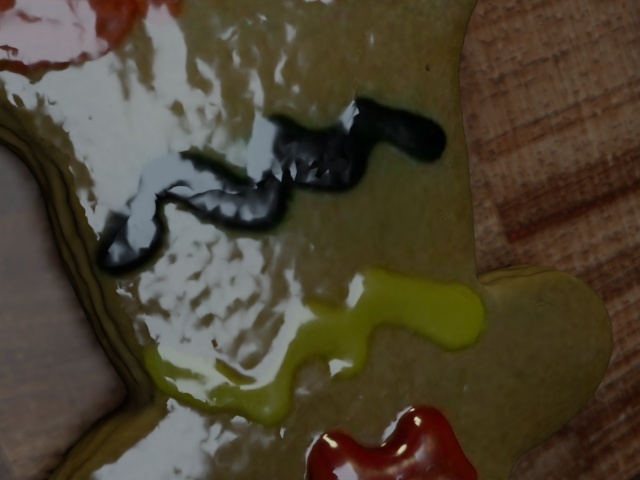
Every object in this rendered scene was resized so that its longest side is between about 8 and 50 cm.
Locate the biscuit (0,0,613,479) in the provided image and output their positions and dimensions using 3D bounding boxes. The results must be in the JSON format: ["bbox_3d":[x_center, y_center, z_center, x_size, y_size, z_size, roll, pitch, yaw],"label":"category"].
[{"bbox_3d":[0.000,0.000,0.692,0.368,0.076,0.394,-15,100,-24],"label":"biscuit"}]
